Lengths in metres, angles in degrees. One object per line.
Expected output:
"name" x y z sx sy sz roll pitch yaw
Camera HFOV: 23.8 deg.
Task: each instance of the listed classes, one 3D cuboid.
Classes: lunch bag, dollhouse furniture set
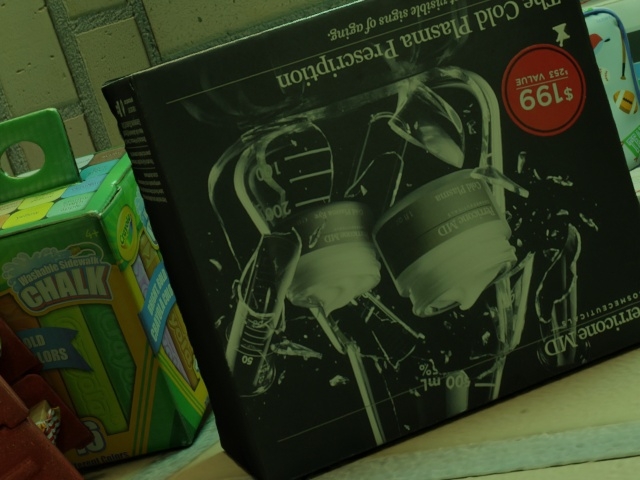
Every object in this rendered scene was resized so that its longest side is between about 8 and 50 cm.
"lunch bag" 0.268 -0.164 1.903 0.303 0.243 0.115 -22 9 -24
"dollhouse furniture set" -0.365 0.217 1.158 0.374 0.152 0.201 -35 9 -1

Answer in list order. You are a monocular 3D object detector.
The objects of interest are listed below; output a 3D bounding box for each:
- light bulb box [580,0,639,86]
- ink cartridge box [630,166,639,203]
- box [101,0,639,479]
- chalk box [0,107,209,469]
"light bulb box" 0.507 -0.262 2.132 0.357 0.225 0.361 -12 8 35
"ink cartridge box" 0.328 -0.030 1.445 0.175 0.072 0.127 -24 10 -39
"box" 0.049 -0.027 1.169 0.343 0.313 0.179 -20 8 -13
"chalk box" -0.221 0.033 1.327 0.180 0.289 0.179 -15 20 15
